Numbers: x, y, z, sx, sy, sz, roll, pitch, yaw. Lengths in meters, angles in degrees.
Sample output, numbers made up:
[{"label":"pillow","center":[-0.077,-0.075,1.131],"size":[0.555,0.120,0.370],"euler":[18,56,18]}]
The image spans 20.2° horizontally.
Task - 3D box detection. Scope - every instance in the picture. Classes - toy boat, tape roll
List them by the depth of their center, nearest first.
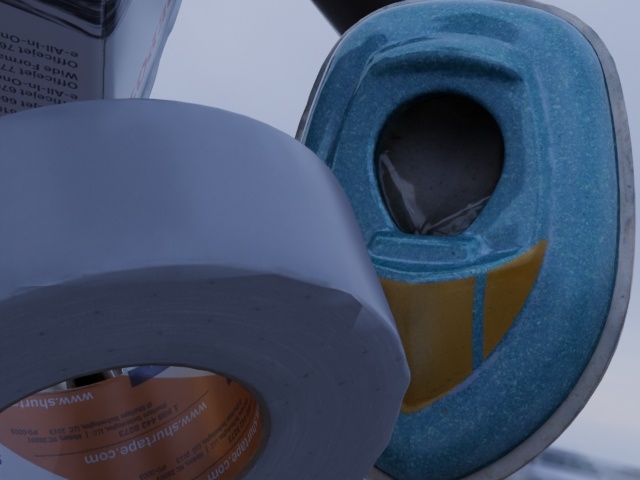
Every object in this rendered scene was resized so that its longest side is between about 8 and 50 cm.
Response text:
[{"label":"tape roll","center":[-0.082,0.050,0.638],"size":[0.219,0.072,0.219],"euler":[-12,-36,-9]},{"label":"toy boat","center":[0.000,0.000,0.927],"size":[0.318,0.267,0.148],"euler":[-1,-11,17]}]

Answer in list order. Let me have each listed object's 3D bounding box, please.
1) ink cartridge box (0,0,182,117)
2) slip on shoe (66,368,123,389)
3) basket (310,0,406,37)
[{"label":"ink cartridge box","center":[-0.111,-0.202,0.738],"size":[0.129,0.223,0.307],"euler":[15,-32,1]},{"label":"slip on shoe","center":[-0.170,0.109,1.363],"size":[0.051,0.041,0.135],"euler":[13,-37,1]},{"label":"basket","center":[0.039,-0.271,1.652],"size":[0.154,0.204,0.227],"euler":[-33,-33,13]}]
